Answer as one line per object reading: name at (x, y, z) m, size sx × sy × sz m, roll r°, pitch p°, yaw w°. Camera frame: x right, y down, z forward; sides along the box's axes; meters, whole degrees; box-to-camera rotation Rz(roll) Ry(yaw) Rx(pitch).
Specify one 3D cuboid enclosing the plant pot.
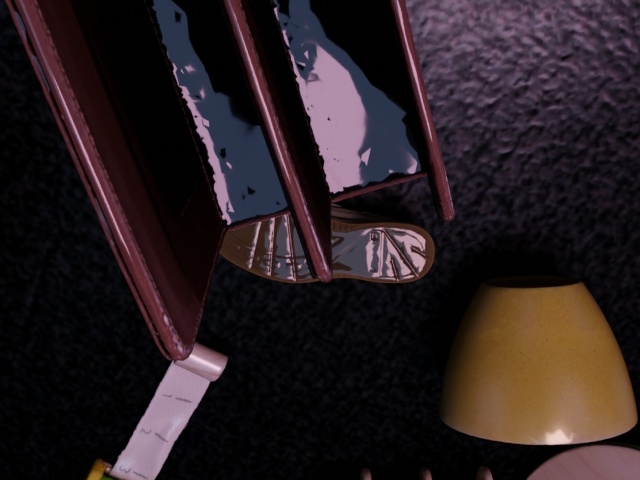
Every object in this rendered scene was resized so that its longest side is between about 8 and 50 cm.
plant pot at (0.149, 0.075, 0.564) m, size 0.134 × 0.134 × 0.095 m, roll -2°, pitch 94°, yaw 0°

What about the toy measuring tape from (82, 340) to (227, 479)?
toy measuring tape at (-0.165, 0.228, 0.632) m, size 0.121 × 0.121 × 0.330 m, roll 27°, pitch 113°, yaw -14°

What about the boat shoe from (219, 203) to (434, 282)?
boat shoe at (0.001, -0.002, 0.558) m, size 0.153 × 0.048 × 0.056 m, roll 3°, pitch 101°, yaw 0°

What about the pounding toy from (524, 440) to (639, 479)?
pounding toy at (0.261, 0.280, 0.663) m, size 0.183 × 0.110 × 0.237 m, roll -8°, pitch 82°, yaw 35°

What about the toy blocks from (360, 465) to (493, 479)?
toy blocks at (0.066, 0.245, 0.678) m, size 0.148 × 0.054 × 0.123 m, roll -1°, pitch 117°, yaw -1°

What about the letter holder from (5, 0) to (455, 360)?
letter holder at (-0.040, -0.126, 0.376) m, size 0.152 × 0.214 × 0.302 m, roll -15°, pitch 110°, yaw 6°
